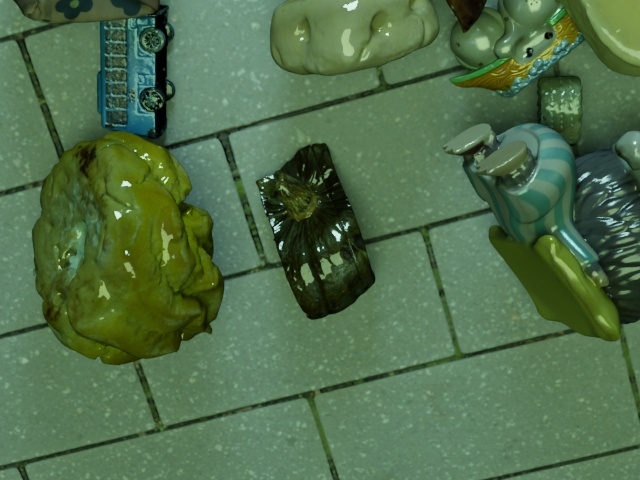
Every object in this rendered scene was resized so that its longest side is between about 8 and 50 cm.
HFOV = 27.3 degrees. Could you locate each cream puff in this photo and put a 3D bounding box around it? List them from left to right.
[{"bbox_3d":[-0.257,0.011,1.907,0.257,0.324,0.291,13,132,-38],"label":"cream puff"}]

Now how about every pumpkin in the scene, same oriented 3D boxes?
[{"bbox_3d":[-0.002,-0.004,1.948,0.130,0.126,0.248,-23,106,9],"label":"pumpkin"}]

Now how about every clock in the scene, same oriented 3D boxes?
[{"bbox_3d":[0.274,-0.293,1.845,0.231,0.103,0.144,-39,89,11],"label":"clock"}]

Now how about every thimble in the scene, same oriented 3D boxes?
[{"bbox_3d":[0.342,-0.182,1.887,0.062,0.084,0.110,-1,118,6],"label":"thimble"}]

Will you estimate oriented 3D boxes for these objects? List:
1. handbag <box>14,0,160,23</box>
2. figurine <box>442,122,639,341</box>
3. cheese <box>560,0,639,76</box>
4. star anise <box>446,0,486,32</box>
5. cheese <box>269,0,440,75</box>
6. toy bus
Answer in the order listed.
[{"bbox_3d":[-0.308,-0.424,1.783,0.193,0.190,0.252,3,113,-28],"label":"handbag"},{"bbox_3d":[0.419,-0.090,1.848,0.377,0.266,0.361,-40,119,-8],"label":"figurine"},{"bbox_3d":[0.444,-0.452,1.739,0.383,0.104,0.384,0,87,5],"label":"cheese"},{"bbox_3d":[0.175,-0.387,1.778,0.212,0.111,0.196,19,139,27],"label":"star anise"},{"bbox_3d":[0.043,-0.293,1.798,0.235,0.218,0.117,-14,103,2],"label":"cheese"},{"bbox_3d":[-0.268,-0.245,1.902,0.106,0.090,0.185,4,107,3],"label":"toy bus"}]
